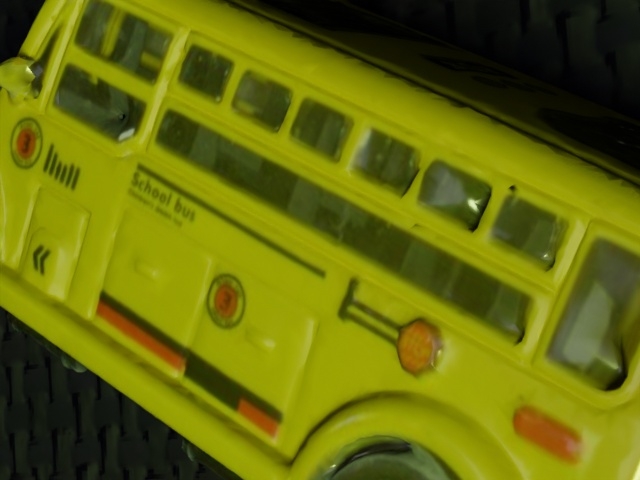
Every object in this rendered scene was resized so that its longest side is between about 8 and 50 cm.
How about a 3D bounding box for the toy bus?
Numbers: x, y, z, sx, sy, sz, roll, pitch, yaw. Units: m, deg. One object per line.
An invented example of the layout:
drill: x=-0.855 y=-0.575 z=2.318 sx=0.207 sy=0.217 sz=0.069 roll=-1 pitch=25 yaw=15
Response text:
toy bus: x=0.000 y=0.000 z=0.508 sx=0.330 sy=0.144 sz=0.152 roll=29 pitch=109 yaw=39
